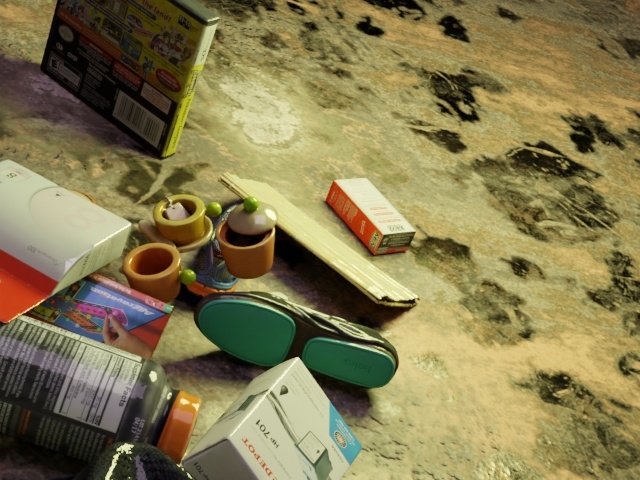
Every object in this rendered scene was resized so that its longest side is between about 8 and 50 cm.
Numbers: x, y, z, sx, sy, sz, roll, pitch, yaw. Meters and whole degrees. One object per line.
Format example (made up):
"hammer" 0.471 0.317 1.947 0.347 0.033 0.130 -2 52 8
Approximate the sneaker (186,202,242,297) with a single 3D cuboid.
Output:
"sneaker" -0.119 0.002 1.869 0.083 0.087 0.221 23 28 -4

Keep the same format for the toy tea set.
"toy tea set" -0.223 -0.012 1.696 0.336 0.124 0.200 -15 39 -12

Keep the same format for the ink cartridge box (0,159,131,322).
"ink cartridge box" -0.357 -0.007 1.548 0.189 0.066 0.232 27 23 14

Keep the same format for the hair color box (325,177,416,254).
"hair color box" 0.077 -0.039 2.100 0.072 0.043 0.141 -5 41 -38

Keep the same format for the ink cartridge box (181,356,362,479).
"ink cartridge box" -0.051 0.241 1.516 0.139 0.082 0.190 55 31 -7

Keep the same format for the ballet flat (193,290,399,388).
"ballet flat" -0.034 0.122 1.753 0.280 0.095 0.096 21 21 -14

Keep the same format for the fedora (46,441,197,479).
"fedora" -0.173 0.314 1.311 0.334 0.152 0.334 17 32 -11

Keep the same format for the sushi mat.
"sushi mat" 0.000 0.000 1.972 0.316 0.019 0.151 37 11 21

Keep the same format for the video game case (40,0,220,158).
"video game case" -0.295 -0.297 2.049 0.275 0.248 0.035 36 35 20

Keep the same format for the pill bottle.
"pill bottle" -0.258 0.175 1.484 0.246 0.130 0.130 21 32 -5

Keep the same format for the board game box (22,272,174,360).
"board game box" -0.331 0.088 1.590 0.281 0.027 0.145 23 70 0
